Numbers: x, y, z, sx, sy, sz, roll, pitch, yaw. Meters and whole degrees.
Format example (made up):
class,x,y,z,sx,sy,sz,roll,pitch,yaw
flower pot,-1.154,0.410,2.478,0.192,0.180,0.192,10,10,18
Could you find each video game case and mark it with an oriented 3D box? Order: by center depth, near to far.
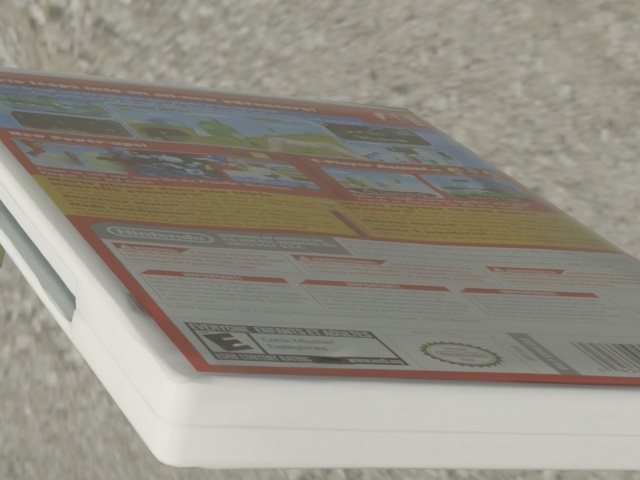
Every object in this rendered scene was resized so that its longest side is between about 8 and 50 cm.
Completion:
class,x,y,z,sx,sy,sz,roll,pitch,yaw
video game case,0.000,0.000,0.599,0.204,0.285,0.025,4,109,-26

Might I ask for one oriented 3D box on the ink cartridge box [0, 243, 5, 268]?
class,x,y,z,sx,sy,sz,roll,pitch,yaw
ink cartridge box,-0.273,-0.013,0.908,0.188,0.255,0.097,17,111,6
